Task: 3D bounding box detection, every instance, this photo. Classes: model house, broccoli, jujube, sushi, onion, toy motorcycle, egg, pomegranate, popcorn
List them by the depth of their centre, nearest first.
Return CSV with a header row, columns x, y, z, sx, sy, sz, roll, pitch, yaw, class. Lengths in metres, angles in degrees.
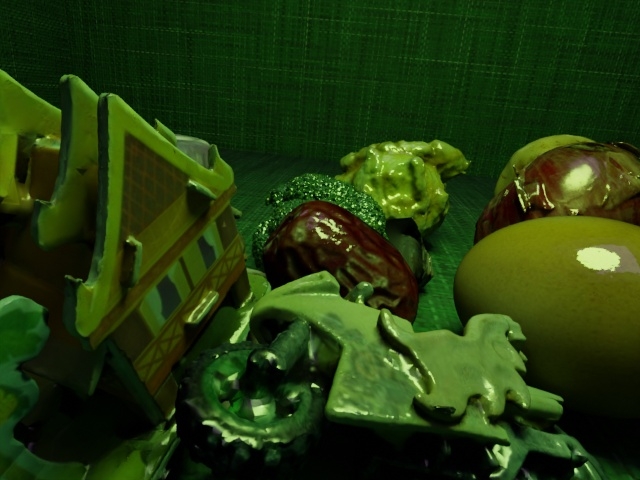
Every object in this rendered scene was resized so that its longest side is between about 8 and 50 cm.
x,y,z,sx,sy,sz,roll,pitch,yaw,class
-0.233,0.039,0.339,0.242,0.313,0.358,11,44,21,model house
0.079,0.155,0.404,0.409,0.169,0.237,19,28,-7,toy motorcycle
0.335,0.091,0.547,0.250,0.251,0.322,-9,14,-35,egg
0.031,0.061,0.591,0.243,0.183,0.183,43,13,-15,jujube
0.000,0.000,0.791,0.268,0.262,0.242,-4,-18,-12,broccoli
0.474,-0.030,0.799,0.353,0.354,0.354,5,19,-2,onion
0.124,0.033,0.888,0.109,0.135,0.272,16,-12,-40,sushi
0.197,-0.118,1.057,0.335,0.279,0.274,12,-20,22,popcorn
0.668,-0.131,1.134,0.332,0.333,0.333,5,19,-2,pomegranate

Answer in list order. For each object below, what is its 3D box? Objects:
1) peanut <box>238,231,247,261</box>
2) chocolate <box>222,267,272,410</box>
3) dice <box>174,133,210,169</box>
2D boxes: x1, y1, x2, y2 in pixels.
x,y,z,sx,sy,sz,roll,pitch,yaw,class
-0.179,0.006,0.680,0.099,0.100,0.214,10,-4,13,peanut
-0.143,0.119,0.576,0.185,0.101,0.303,14,24,13,chocolate
-0.346,-0.057,0.741,0.271,0.271,0.270,11,19,16,dice
